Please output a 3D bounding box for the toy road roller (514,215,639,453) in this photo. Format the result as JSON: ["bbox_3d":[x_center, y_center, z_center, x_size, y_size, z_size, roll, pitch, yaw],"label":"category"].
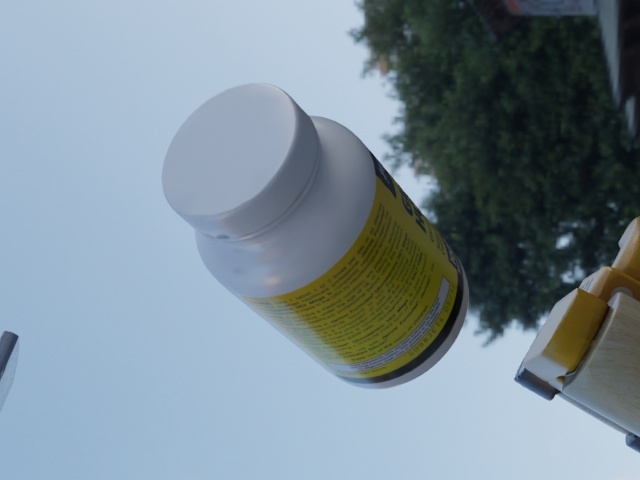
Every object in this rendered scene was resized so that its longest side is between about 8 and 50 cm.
[{"bbox_3d":[0.356,0.091,1.158,0.241,0.202,0.329,-60,-8,-6],"label":"toy road roller"}]

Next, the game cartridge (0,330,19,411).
[{"bbox_3d":[-0.274,0.117,0.926,0.083,0.017,0.056,114,168,-47],"label":"game cartridge"}]

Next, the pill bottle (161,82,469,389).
[{"bbox_3d":[0.000,0.000,1.049,0.334,0.187,0.188,45,-122,-48],"label":"pill bottle"}]
